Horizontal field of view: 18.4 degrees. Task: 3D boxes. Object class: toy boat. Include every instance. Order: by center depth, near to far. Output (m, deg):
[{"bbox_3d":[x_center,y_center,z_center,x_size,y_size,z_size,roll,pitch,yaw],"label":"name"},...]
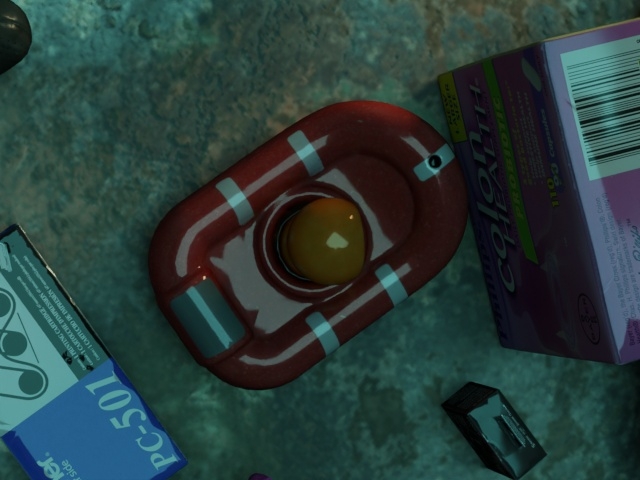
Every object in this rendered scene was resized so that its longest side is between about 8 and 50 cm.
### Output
[{"bbox_3d":[0.000,0.000,1.372,0.231,0.151,0.151,-36,97,-10],"label":"toy boat"}]

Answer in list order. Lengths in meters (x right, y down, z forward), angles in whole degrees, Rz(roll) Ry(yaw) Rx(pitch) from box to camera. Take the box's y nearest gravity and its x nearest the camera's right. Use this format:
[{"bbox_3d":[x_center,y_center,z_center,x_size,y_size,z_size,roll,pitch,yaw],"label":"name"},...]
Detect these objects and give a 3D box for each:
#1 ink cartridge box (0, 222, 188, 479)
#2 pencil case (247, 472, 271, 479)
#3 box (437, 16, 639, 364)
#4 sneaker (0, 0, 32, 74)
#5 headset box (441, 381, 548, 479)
[{"bbox_3d":[-0.191,0.099,1.382,0.097,0.046,0.207,-37,97,-10],"label":"ink cartridge box"},{"bbox_3d":[-0.073,0.286,1.382,0.104,0.104,0.236,-4,91,-12],"label":"pencil case"},{"bbox_3d":[0.189,-0.036,1.367,0.117,0.243,0.213,-14,93,-11],"label":"box"},{"bbox_3d":[-0.301,-0.042,1.308,0.281,0.106,0.162,-25,68,-2],"label":"sneaker"},{"bbox_3d":[0.126,0.138,1.433,0.032,0.083,0.062,-38,96,-10],"label":"headset box"}]
